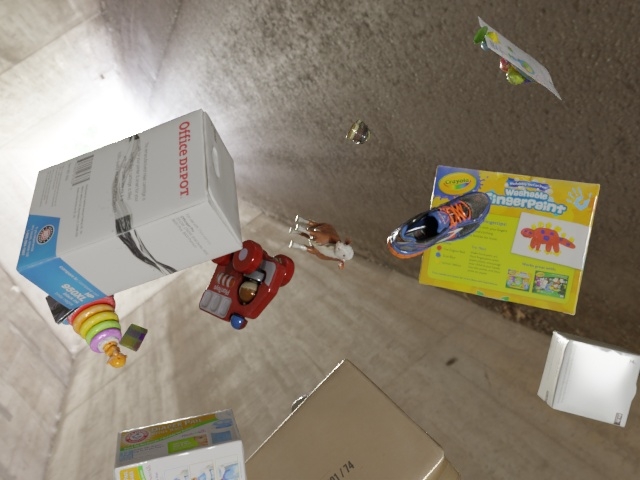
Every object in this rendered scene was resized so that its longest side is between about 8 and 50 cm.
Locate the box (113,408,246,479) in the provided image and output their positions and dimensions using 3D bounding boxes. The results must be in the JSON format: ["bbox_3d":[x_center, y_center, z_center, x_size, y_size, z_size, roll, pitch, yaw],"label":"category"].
[{"bbox_3d":[-0.239,0.379,0.912,0.114,0.203,0.103,-149,54,-68],"label":"box"}]

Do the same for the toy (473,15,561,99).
[{"bbox_3d":[0.442,-0.405,1.232,0.237,0.056,0.137,27,-137,-26],"label":"toy"}]

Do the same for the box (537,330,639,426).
[{"bbox_3d":[0.669,0.341,1.339,0.182,0.181,0.119,14,-179,4],"label":"box"}]

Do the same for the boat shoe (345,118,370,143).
[{"bbox_3d":[0.092,-0.251,1.263,0.049,0.056,0.152,33,-160,-1],"label":"boat shoe"}]

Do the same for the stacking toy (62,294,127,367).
[{"bbox_3d":[-0.719,0.305,1.771,0.302,0.175,0.165,48,131,28],"label":"stacking toy"}]

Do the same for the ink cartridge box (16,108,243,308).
[{"bbox_3d":[-0.376,-0.067,1.099,0.166,0.395,0.285,63,-170,-49],"label":"ink cartridge box"}]

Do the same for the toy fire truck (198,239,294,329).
[{"bbox_3d":[-0.233,0.131,1.603,0.302,0.253,0.169,14,170,46],"label":"toy fire truck"}]

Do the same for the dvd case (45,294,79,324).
[{"bbox_3d":[-0.727,0.139,1.626,0.164,0.221,0.018,33,160,48],"label":"dvd case"}]

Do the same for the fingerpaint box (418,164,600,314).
[{"bbox_3d":[0.554,-0.014,1.604,0.445,0.371,0.163,10,-174,22],"label":"fingerpaint box"}]

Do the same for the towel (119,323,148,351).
[{"bbox_3d":[-0.566,0.294,1.622,0.060,0.083,0.009,24,132,-8],"label":"towel"}]

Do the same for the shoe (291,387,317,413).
[{"bbox_3d":[0.014,0.381,1.319,0.081,0.178,0.063,-89,-24,-81],"label":"shoe"}]

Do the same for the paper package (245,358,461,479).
[{"bbox_3d":[0.055,0.460,1.054,0.309,0.325,0.168,37,167,43],"label":"paper package"}]

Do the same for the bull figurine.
[{"bbox_3d":[0.000,0.000,1.747,0.188,0.101,0.310,20,-172,-9],"label":"bull figurine"}]

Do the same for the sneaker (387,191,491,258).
[{"bbox_3d":[0.239,-0.033,1.043,0.083,0.221,0.087,60,174,13],"label":"sneaker"}]
